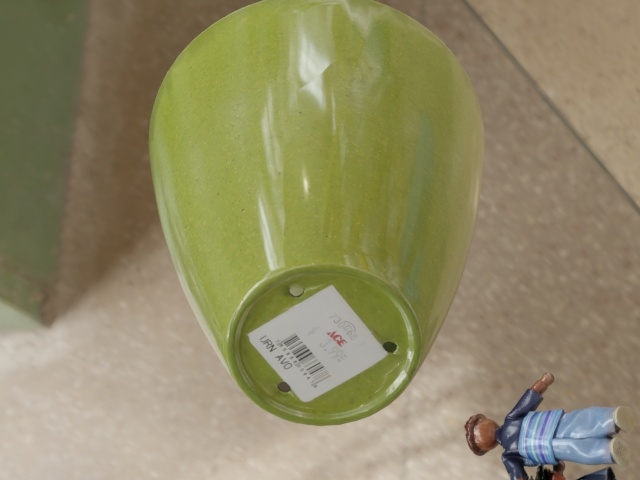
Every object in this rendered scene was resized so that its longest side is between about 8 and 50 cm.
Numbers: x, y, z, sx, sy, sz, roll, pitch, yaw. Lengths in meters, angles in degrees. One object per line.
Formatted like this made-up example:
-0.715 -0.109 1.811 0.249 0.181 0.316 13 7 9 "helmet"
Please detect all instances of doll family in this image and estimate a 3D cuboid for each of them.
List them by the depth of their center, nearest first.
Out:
0.133 0.176 1.158 0.111 0.076 0.193 -7 48 38 "doll family"

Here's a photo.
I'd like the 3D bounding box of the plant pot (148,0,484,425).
0.000 0.000 1.395 0.275 0.275 0.293 -29 28 16 "plant pot"
